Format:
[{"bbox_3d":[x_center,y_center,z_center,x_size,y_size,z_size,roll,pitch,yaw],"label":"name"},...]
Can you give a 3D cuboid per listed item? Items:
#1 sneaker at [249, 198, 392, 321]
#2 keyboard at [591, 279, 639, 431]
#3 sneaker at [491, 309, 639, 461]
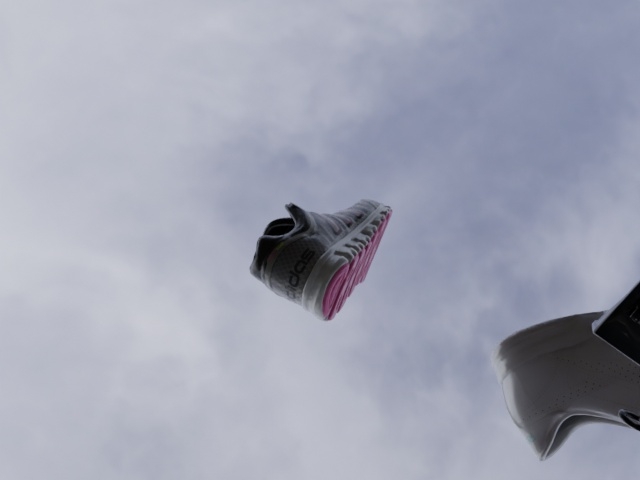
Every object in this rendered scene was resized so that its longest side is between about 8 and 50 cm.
[{"bbox_3d":[0.000,0.000,0.700,0.075,0.063,0.170,24,-157,9],"label":"sneaker"},{"bbox_3d":[0.197,0.082,0.387,0.192,0.100,0.038,35,-142,3],"label":"keyboard"},{"bbox_3d":[0.220,0.078,0.623,0.212,0.080,0.094,-25,-119,20],"label":"sneaker"}]
